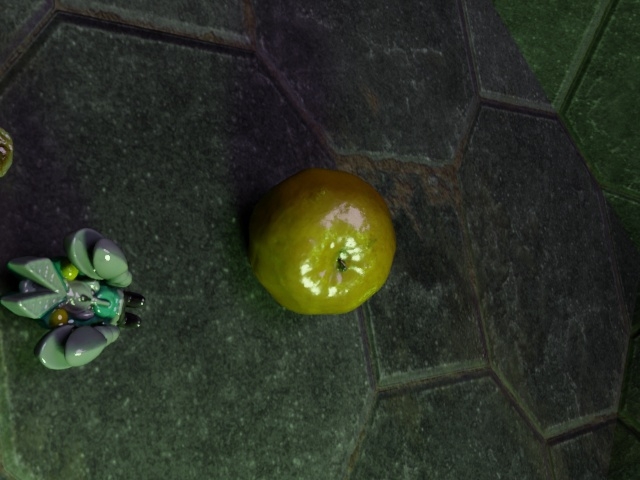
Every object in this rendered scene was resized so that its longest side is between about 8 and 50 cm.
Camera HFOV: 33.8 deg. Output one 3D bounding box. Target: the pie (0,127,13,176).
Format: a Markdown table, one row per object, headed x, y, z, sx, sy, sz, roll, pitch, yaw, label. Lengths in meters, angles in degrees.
| x | y | z | sx | sy | sz | roll | pitch | yaw | label |
| --- | --- | --- | --- | --- | --- | --- | --- | --- | --- |
| -0.481 | -0.132 | 1.536 | 0.084 | 0.020 | 0.084 | 21 | 63 | -48 | pie |

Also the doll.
| x | y | z | sx | sy | sz | roll | pitch | yaw | label |
| --- | --- | --- | --- | --- | --- | --- | --- | --- | --- |
| -0.341 | 0.071 | 1.540 | 0.258 | 0.153 | 0.195 | -28 | 115 | -58 | doll |

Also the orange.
| x | y | z | sx | sy | sz | roll | pitch | yaw | label |
| --- | --- | --- | --- | --- | --- | --- | --- | --- | --- |
| 0.000 | 0.000 | 1.931 | 0.279 | 0.235 | 0.279 | -8 | 112 | -20 | orange |
